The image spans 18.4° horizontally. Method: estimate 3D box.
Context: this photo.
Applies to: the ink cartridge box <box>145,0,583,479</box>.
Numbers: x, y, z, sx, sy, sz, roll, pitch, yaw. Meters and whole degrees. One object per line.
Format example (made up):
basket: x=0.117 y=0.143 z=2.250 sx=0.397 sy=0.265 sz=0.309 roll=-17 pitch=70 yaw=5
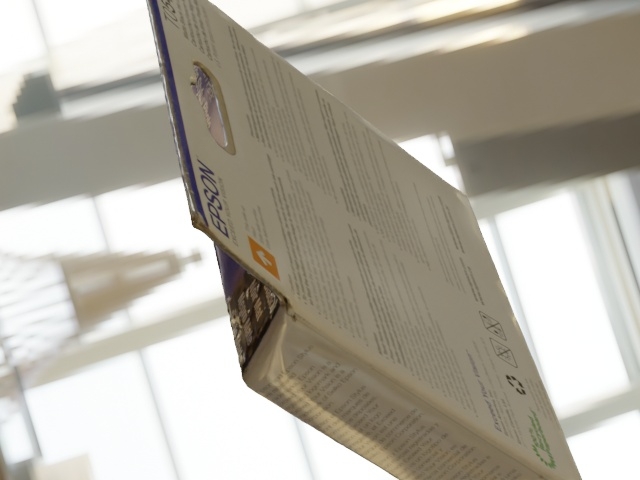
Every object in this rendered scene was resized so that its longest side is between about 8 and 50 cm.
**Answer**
ink cartridge box: x=0.000 y=0.000 z=0.822 sx=0.224 sy=0.045 sz=0.223 roll=37 pitch=21 yaw=-31
